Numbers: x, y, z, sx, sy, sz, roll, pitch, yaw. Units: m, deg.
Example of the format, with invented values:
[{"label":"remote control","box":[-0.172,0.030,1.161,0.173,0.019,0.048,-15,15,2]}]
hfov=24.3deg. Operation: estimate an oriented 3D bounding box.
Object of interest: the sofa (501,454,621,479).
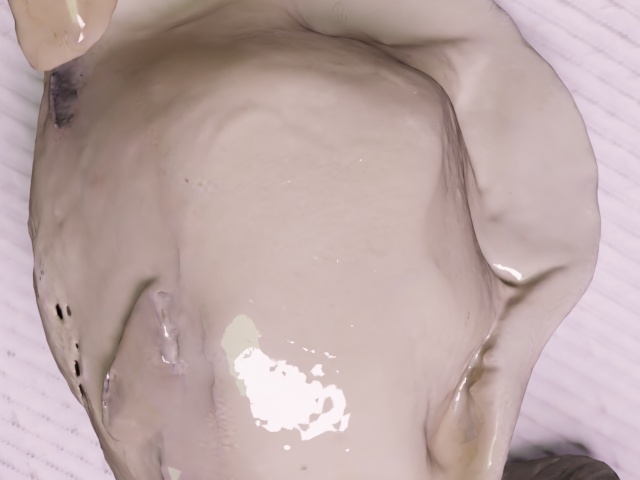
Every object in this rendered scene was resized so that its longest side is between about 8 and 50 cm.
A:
[{"label":"sofa","box":[0.092,0.234,0.678,0.176,0.225,0.210,-18,109,1]}]

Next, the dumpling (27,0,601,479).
[{"label":"dumpling","box":[0.000,0.000,0.639,0.243,0.187,0.318,-16,84,-18]}]

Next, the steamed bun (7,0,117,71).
[{"label":"steamed bun","box":[-0.100,-0.216,0.511,0.428,0.189,0.247,36,111,-7]}]
